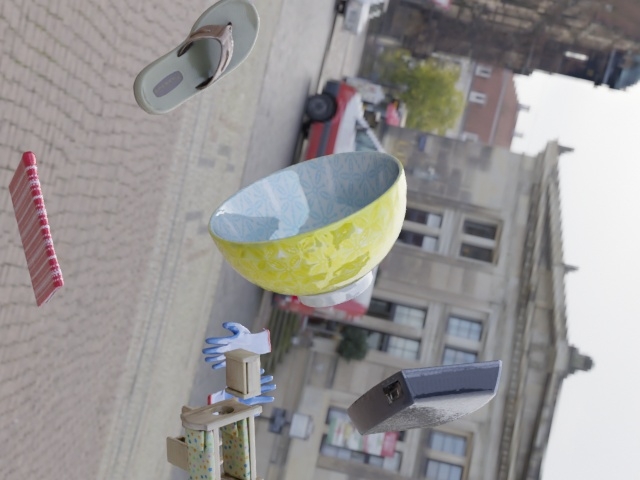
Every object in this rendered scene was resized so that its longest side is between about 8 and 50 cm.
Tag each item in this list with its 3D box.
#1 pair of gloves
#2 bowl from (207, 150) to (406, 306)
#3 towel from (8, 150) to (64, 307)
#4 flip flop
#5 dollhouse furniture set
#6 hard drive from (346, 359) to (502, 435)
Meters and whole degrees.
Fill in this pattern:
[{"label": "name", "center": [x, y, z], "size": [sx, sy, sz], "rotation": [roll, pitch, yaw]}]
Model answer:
[{"label": "pair of gloves", "center": [-0.155, 0.250, 1.765], "size": [0.023, 0.159, 0.198], "rotation": [8, -78, 49]}, {"label": "bowl", "center": [0.000, 0.000, 1.311], "size": [0.289, 0.289, 0.156], "rotation": [-75, 148, -63]}, {"label": "towel", "center": [-0.557, -0.020, 1.801], "size": [0.199, 0.031, 0.275], "rotation": [-32, -108, 60]}, {"label": "flip flop", "center": [-0.204, -0.319, 1.583], "size": [0.277, 0.112, 0.080], "rotation": [-43, -159, -21]}, {"label": "dollhouse furniture set", "center": [-0.168, 0.234, 1.225], "size": [0.101, 0.161, 0.182], "rotation": [-11, 104, -44]}, {"label": "hard drive", "center": [0.149, 0.237, 1.354], "size": [0.255, 0.172, 0.054], "rotation": [125, -41, -62]}]
